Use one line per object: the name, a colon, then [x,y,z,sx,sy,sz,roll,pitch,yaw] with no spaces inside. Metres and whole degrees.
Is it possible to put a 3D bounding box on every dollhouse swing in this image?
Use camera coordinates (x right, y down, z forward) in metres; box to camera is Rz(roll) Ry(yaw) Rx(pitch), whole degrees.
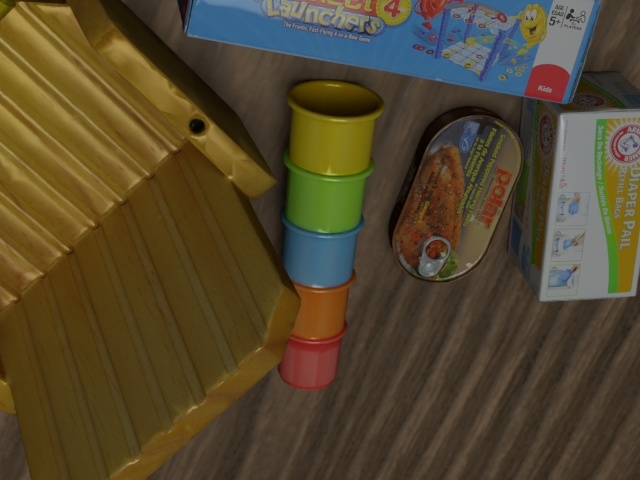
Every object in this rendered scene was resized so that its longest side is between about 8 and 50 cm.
dollhouse swing: [-0.236,0.006,1.185,0.347,0.305,0.315,-41,116,11]

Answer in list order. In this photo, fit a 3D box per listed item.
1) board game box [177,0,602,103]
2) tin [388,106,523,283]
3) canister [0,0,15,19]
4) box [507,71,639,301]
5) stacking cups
board game box: [0.032,-0.227,1.119,0.308,0.302,0.086,8,114,-15]
tin: [0.136,-0.045,1.379,0.106,0.040,0.190,16,112,-13]
canister: [-0.366,-0.192,1.180,0.170,0.073,0.126,-41,95,8]
box: [0.259,-0.055,1.353,0.103,0.114,0.203,-3,115,-10]
stacking cups: [0.000,0.000,1.356,0.096,0.096,0.316,0,121,-10]
